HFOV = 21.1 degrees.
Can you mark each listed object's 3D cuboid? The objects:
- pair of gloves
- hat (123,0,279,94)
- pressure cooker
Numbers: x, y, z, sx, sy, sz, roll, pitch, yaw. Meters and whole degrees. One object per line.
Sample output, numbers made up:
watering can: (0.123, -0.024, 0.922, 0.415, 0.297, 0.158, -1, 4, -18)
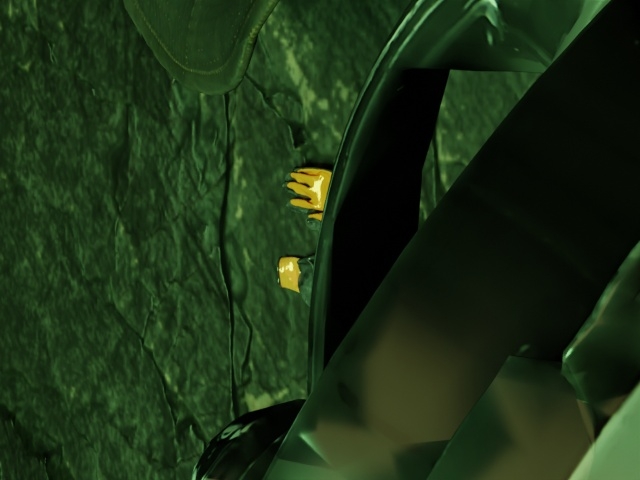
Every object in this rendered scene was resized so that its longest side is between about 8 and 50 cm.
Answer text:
pair of gloves: (0.000, 0.000, 0.972, 0.074, 0.010, 0.083, 17, 109, 47)
hat: (0.001, -0.216, 0.840, 0.331, 0.134, 0.331, -176, 90, -66)
pressure cooker: (0.166, 0.096, 0.451, 0.420, 0.375, 0.370, 35, 99, 23)
